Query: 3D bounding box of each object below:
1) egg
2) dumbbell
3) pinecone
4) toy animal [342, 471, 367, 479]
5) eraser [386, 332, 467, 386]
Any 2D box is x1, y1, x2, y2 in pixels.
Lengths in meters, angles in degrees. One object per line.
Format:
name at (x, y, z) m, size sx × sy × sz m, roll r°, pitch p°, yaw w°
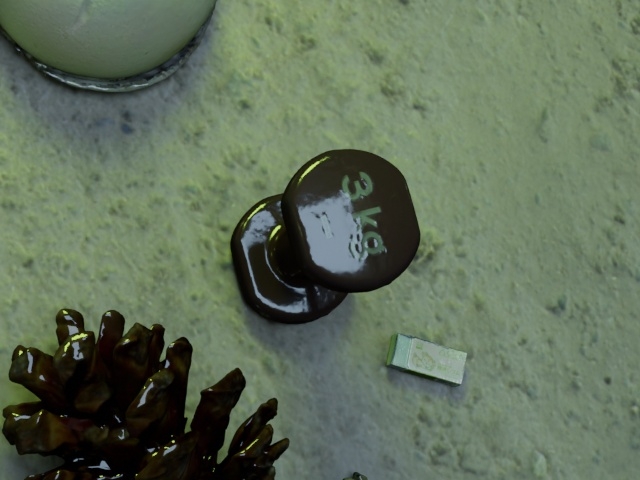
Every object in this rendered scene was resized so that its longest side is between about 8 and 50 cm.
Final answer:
egg at (-0.202, -0.309, 1.588) m, size 0.264 × 0.174 × 0.286 m, roll 26°, pitch 66°, yaw -17°
dumbbell at (0.000, 0.000, 1.556) m, size 0.124 × 0.225 × 0.140 m, roll -12°, pitch 83°, yaw -21°
pinecone at (-0.160, 0.192, 1.452) m, size 0.309 × 0.244 × 0.244 m, roll 43°, pitch 66°, yaw 4°
toy animal at (0.050, 0.273, 1.598) m, size 0.220 × 0.069 × 0.086 m, roll -1°, pitch 98°, yaw -15°
eraser at (0.113, 0.127, 1.680) m, size 0.083 × 0.019 × 0.038 m, roll 18°, pitch 73°, yaw -15°
